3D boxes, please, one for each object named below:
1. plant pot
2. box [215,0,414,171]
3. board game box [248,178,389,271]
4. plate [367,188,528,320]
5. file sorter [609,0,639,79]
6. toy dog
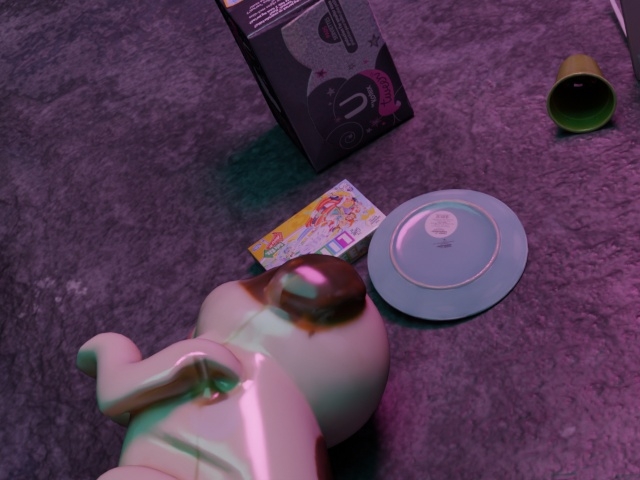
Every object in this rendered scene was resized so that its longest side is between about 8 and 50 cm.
[{"bbox_3d":[0.317,-0.188,1.514,0.083,0.083,0.079,-11,35,16],"label":"plant pot"},{"bbox_3d":[-0.005,-0.240,1.586,0.163,0.247,0.142,-31,46,-4],"label":"box"},{"bbox_3d":[0.000,0.000,1.523,0.154,0.026,0.103,-36,45,-9],"label":"board game box"},{"bbox_3d":[0.145,0.009,1.430,0.188,0.024,0.188,-8,53,11],"label":"plate"},{"bbox_3d":[0.479,-0.359,1.494,0.278,0.193,0.173,-19,49,8],"label":"file sorter"},{"bbox_3d":[-0.072,0.195,1.204,0.395,0.284,0.408,3,50,27],"label":"toy dog"}]
